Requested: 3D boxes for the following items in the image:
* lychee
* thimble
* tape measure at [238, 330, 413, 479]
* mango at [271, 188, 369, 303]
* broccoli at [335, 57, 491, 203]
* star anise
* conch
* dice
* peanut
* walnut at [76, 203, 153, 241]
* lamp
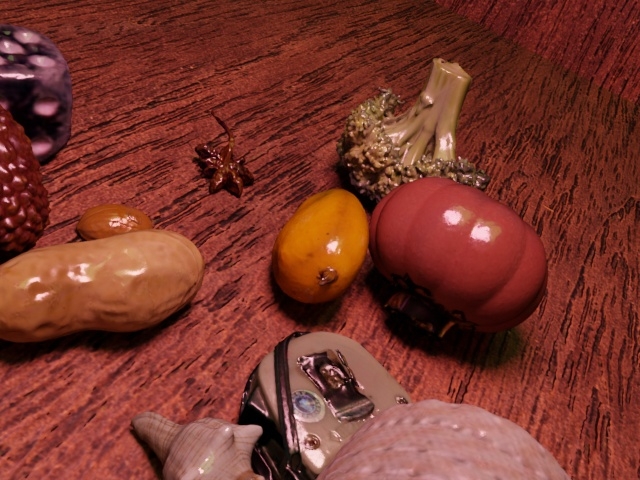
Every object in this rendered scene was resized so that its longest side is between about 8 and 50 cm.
[{"bbox_3d":[-0.491,-0.087,0.994,0.271,0.236,0.236,46,34,-12],"label":"lychee"},{"bbox_3d":[0.123,0.329,0.755,0.291,0.291,0.195,32,33,13],"label":"thimble"},{"bbox_3d":[-0.012,0.215,0.956,0.235,0.115,0.207,-19,55,-43],"label":"tape measure"},{"bbox_3d":[0.000,0.000,1.195,0.119,0.176,0.317,42,22,-16],"label":"mango"},{"bbox_3d":[0.167,-0.181,1.415,0.249,0.301,0.375,-13,35,-14],"label":"broccoli"},{"bbox_3d":[-0.184,-0.164,1.380,0.097,0.070,0.190,-12,60,-24],"label":"star anise"},{"bbox_3d":[-0.120,0.255,0.827,0.137,0.114,0.234,-28,63,-13],"label":"conch"},{"bbox_3d":[-0.521,-0.238,1.204,0.183,0.182,0.181,-7,44,-37],"label":"dice"},{"bbox_3d":[-0.292,0.061,0.983,0.319,0.147,0.147,-10,47,-40],"label":"peanut"},{"bbox_3d":[-0.319,-0.029,1.156,0.121,0.052,0.091,7,36,-24],"label":"walnut"},{"bbox_3d":[0.211,0.040,1.193,0.305,0.239,0.305,31,-8,5],"label":"lamp"}]
